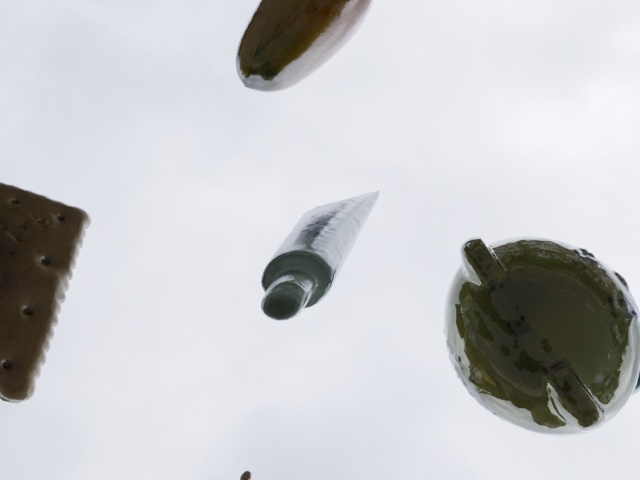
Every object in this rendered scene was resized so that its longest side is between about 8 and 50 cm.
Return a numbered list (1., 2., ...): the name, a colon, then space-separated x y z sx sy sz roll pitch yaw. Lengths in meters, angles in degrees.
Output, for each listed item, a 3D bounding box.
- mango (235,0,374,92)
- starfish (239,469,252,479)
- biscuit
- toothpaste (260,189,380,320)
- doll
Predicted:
1. mango: -0.020 -0.327 0.981 0.139 0.175 0.254 49 -65 12
2. starfish: -0.135 0.466 0.632 0.132 0.384 0.398 -2 -67 2
3. biscuit: -0.440 0.046 0.876 0.217 0.044 0.325 17 -134 -16
4. toothpaste: 0.000 0.000 0.474 0.067 0.255 0.037 -16 -78 15
5. doll: 0.209 0.088 0.617 0.161 0.261 0.177 -34 -114 14
